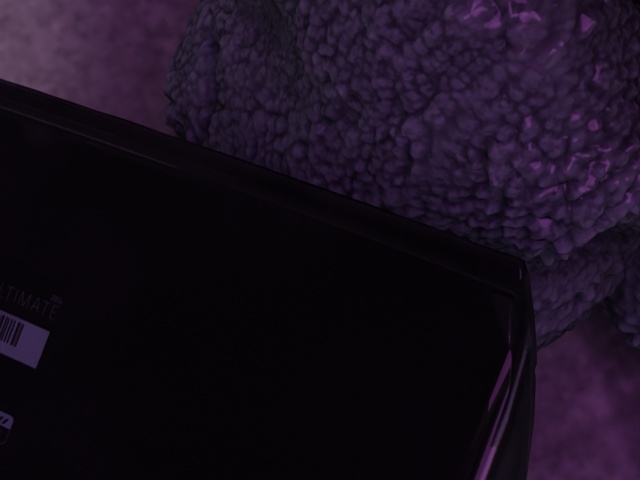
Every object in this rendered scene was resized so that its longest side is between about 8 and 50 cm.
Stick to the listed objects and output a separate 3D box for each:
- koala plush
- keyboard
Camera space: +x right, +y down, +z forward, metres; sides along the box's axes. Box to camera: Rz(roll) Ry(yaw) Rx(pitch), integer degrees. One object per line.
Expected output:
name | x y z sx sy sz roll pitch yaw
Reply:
koala plush | 0.000 0.000 0.553 0.221 0.203 0.196 -45 79 11
keyboard | -0.098 0.059 0.508 0.317 0.033 0.201 20 87 36
